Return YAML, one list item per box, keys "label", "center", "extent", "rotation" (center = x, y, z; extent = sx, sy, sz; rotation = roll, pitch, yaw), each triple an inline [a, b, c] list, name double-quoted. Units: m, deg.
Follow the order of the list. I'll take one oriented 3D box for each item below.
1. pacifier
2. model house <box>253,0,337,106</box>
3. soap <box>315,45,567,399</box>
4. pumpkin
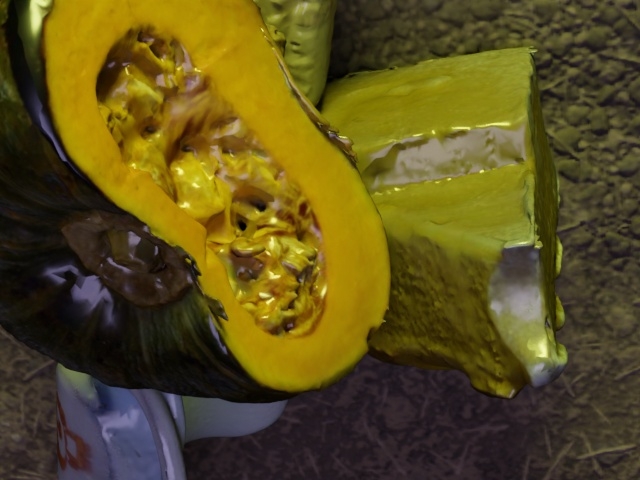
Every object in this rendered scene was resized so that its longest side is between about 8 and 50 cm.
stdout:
- label: "pacifier"
  center: [-0.118, 0.157, 1.242]
  extent: [0.207, 0.227, 0.279]
  rotation: [-14, 126, -29]
- label: "model house"
  center: [-0.088, -0.188, 1.011]
  extent: [0.234, 0.175, 0.193]
  rotation: [9, 121, 8]
- label: "soap"
  center: [0.000, 0.000, 1.033]
  extent: [0.338, 0.304, 0.169]
  rotation: [-9, 115, 14]
- label: "pumpkin"
  center: [-0.119, -0.048, 0.920]
  extent: [0.232, 0.242, 0.325]
  rotation: [-6, 124, 45]
